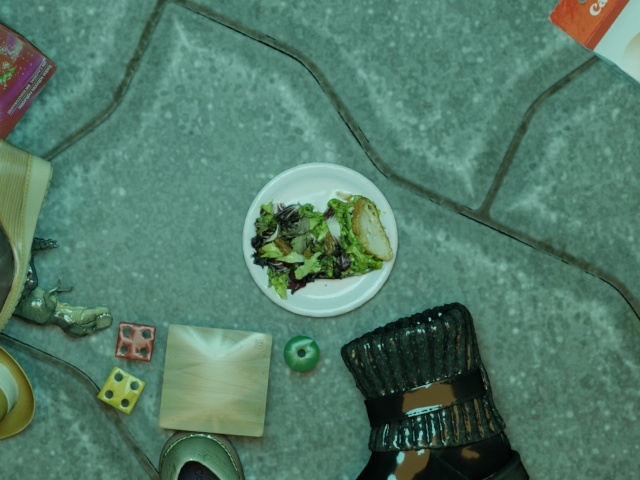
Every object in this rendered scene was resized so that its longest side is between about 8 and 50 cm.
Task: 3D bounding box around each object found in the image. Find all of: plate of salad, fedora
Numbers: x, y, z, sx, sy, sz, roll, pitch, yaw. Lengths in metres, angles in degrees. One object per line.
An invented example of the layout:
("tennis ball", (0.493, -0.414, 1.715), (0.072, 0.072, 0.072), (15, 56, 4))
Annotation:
("plate of salad", (0.000, 0.000, 1.827), (0.200, 0.048, 0.199), (0, 94, -2))
("fedora", (-0.455, 0.198, 1.773), (0.194, 0.079, 0.194), (5, 125, 7))

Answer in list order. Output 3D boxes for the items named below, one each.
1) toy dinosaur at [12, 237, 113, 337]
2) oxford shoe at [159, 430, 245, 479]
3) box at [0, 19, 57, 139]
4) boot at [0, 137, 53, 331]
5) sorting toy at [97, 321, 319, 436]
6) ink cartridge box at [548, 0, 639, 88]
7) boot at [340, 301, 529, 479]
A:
("toy dinosaur", (-0.393, 0.046, 1.813), (0.268, 0.064, 0.118), (13, 99, 1))
("oxford shoe", (-0.116, 0.436, 1.796), (0.141, 0.146, 0.397), (-23, 93, 0))
("box", (-0.458, -0.160, 1.744), (0.123, 0.128, 0.257), (35, 91, -39))
("boot", (-0.445, -0.015, 1.699), (0.207, 0.090, 0.248), (13, 108, -17))
("sorting toy", (-0.143, 0.177, 1.826), (0.275, 0.046, 0.132), (5, 86, -3))
("ink cartridge box", (0.406, -0.289, 1.827), (0.179, 0.045, 0.145), (36, 91, -6))
("boot", (0.071, 0.251, 1.797), (0.348, 0.131, 0.260), (-26, 101, -11))
